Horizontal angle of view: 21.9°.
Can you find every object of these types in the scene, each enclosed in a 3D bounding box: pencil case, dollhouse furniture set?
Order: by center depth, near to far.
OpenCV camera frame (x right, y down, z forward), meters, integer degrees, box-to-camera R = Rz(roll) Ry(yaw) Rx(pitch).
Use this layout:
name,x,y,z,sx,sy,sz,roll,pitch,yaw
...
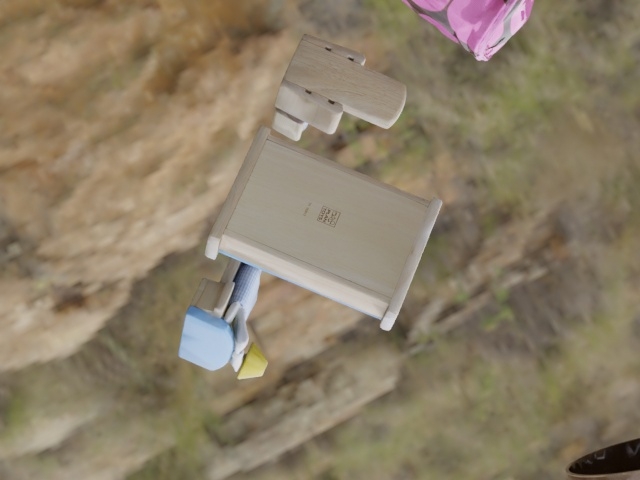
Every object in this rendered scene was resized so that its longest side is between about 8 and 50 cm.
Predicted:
name,x,y,z,sx,sy,sz,roll,pitch,yaw
pencil case,0.078,-0.231,1.233,0.098,0.209,0.095,-40,166,-23
dollhouse furniture set,0.000,0.000,1.765,0.303,0.198,0.286,112,2,-64

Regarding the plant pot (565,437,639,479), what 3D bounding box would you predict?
name,x,y,z,sx,sy,sz,roll,pitch,yaw
plant pot,0.422,0.360,1.959,0.215,0.230,0.215,-13,180,0
